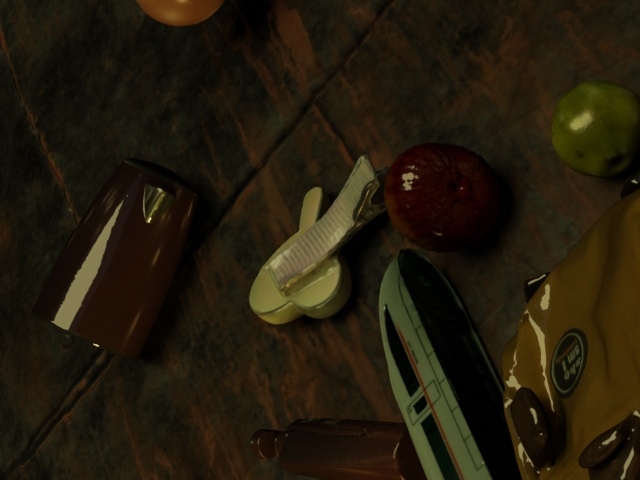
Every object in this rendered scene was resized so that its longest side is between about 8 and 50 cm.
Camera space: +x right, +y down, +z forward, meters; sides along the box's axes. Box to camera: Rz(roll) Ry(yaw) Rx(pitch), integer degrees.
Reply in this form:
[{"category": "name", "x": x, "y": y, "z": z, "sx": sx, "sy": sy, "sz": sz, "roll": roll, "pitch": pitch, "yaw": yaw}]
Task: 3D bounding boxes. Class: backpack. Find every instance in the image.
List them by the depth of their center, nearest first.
[{"category": "backpack", "x": 0.282, "y": 0.140, "z": 1.270, "sx": 0.353, "sy": 0.201, "sz": 0.378, "roll": 121, "pitch": 145, "yaw": -42}]

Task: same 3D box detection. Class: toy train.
[{"category": "toy train", "x": 0.132, "y": 0.177, "z": 1.553, "sx": 0.088, "sy": 0.086, "sz": 0.407, "roll": -49, "pitch": 42, "yaw": 29}]

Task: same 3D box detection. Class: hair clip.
[{"category": "hair clip", "x": 0.000, "y": -0.001, "z": 1.795, "sx": 0.218, "sy": 0.071, "sz": 0.159, "roll": -47, "pitch": 38, "yaw": 15}]

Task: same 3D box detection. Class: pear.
[{"category": "pear", "x": 0.257, "y": -0.108, "z": 1.535, "sx": 0.092, "sy": 0.092, "sz": 0.097, "roll": -52, "pitch": 42, "yaw": 20}]

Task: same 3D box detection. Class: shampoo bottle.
[{"category": "shampoo bottle", "x": 0.016, "y": 0.214, "z": 1.684, "sx": 0.236, "sy": 0.068, "sz": 0.067, "roll": -3, "pitch": 71, "yaw": 46}]

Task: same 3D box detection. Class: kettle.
[{"category": "kettle", "x": -0.241, "y": 0.015, "z": 2.035, "sx": 0.232, "sy": 0.144, "sz": 0.202, "roll": -63, "pitch": 8, "yaw": -3}]

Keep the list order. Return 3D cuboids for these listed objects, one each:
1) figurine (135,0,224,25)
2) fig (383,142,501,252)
[{"category": "figurine", "x": -0.077, "y": -0.449, "z": 1.969, "sx": 0.388, "sy": 0.248, "sz": 0.276, "roll": -29, "pitch": 77, "yaw": 41}, {"category": "fig", "x": 0.126, "y": -0.048, "z": 1.663, "sx": 0.119, "sy": 0.119, "sz": 0.153, "roll": -58, "pitch": -3, "yaw": 13}]
